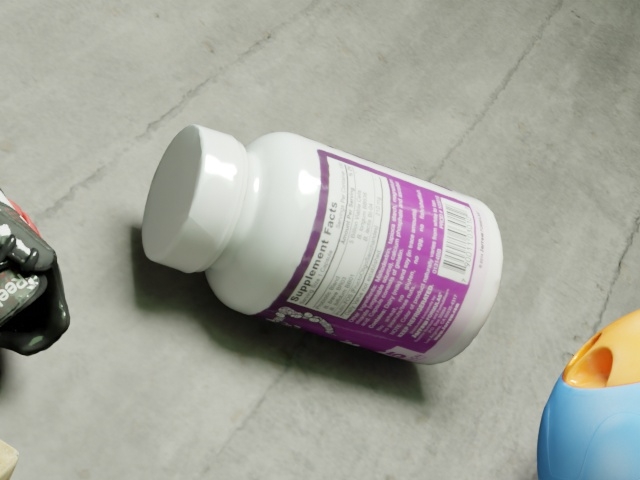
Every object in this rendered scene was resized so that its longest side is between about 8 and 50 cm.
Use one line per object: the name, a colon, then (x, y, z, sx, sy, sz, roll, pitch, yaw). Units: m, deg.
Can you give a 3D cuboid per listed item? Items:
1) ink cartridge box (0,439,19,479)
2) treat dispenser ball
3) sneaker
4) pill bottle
ink cartridge box: (-0.271, 0.203, 0.693, 0.088, 0.193, 0.235, 32, 21, 6)
treat dispenser ball: (0.332, 0.192, 1.192, 0.288, 0.288, 0.288, 23, 35, -18)
sneaker: (-0.259, -0.009, 0.968, 0.135, 0.098, 0.276, 45, -9, 40)
pill bottle: (0.000, 0.000, 1.247, 0.302, 0.169, 0.169, 18, 37, -25)
